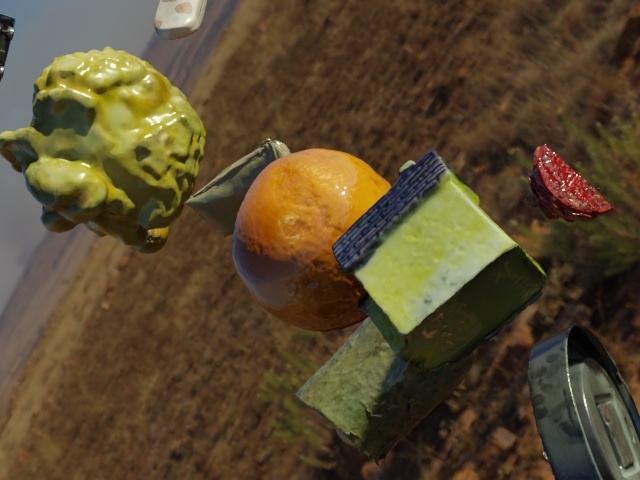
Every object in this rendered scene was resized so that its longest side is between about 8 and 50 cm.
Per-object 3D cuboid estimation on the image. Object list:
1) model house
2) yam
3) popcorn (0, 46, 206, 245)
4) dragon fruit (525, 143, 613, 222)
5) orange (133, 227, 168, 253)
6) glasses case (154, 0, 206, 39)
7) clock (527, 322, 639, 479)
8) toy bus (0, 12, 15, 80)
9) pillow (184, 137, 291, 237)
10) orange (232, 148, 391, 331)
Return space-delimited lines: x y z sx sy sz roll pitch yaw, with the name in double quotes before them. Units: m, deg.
"model house" 0.128 0.021 1.242 0.194 0.170 0.211 -44 59 10
"yam" 0.122 0.229 1.768 0.300 0.195 0.195 -46 13 1
"popcorn" -0.254 -0.113 1.260 0.255 0.256 0.195 -27 29 -22
"dragon fruit" 0.396 -0.068 1.724 0.083 0.162 0.106 -49 -2 -29
"orange" -0.336 -0.016 1.984 0.085 0.085 0.095 -58 17 7
"glasses case" -0.200 -0.337 1.477 0.164 0.063 0.041 -86 -15 -52
"clock" 0.368 0.263 1.354 0.061 0.312 0.312 -24 29 25
"toy bus" -0.386 -0.227 1.202 0.046 0.038 0.083 -141 66 -66
"pillow" -0.118 -0.088 1.739 0.208 0.119 0.053 -33 34 18
"orange" 0.000 0.000 1.467 0.261 0.261 0.261 -55 14 20
